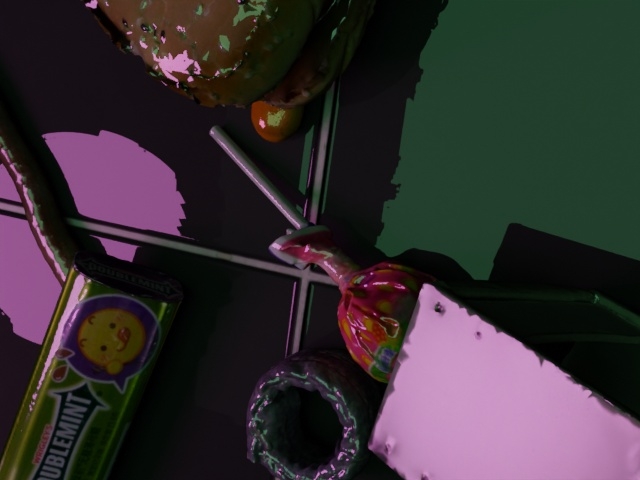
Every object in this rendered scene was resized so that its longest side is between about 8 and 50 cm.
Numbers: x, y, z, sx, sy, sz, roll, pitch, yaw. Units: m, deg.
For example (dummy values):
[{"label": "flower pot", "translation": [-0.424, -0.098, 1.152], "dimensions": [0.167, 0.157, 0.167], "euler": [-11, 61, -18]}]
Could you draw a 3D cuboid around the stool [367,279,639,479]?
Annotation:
[{"label": "stool", "translation": [0.227, 0.162, 0.829], "dimensions": [0.270, 0.244, 0.170], "euler": [35, 113, 46]}]

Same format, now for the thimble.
[{"label": "thimble", "translation": [-0.005, 0.193, 1.053], "dimensions": [0.150, 0.098, 0.150], "euler": [3, 99, 20]}]

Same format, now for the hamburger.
[{"label": "hamburger", "translation": [-0.080, -0.299, 0.943], "dimensions": [0.318, 0.195, 0.277], "euler": [48, 114, 25]}]

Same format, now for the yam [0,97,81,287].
[{"label": "yam", "translation": [-0.355, -0.067, 1.180], "dimensions": [0.045, 0.045, 0.327], "euler": [-32, 86, 44]}]

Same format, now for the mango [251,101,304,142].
[{"label": "mango", "translation": [-0.043, -0.150, 1.045], "dimensions": [0.060, 0.046, 0.089], "euler": [21, 93, 18]}]

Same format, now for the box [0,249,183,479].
[{"label": "box", "translation": [-0.282, 0.190, 1.145], "dimensions": [0.134, 0.097, 0.345], "euler": [19, 108, -21]}]

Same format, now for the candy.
[{"label": "candy", "translation": [0.000, 0.000, 1.033], "dimensions": [0.365, 0.124, 0.124], "euler": [47, 112, 18]}]
